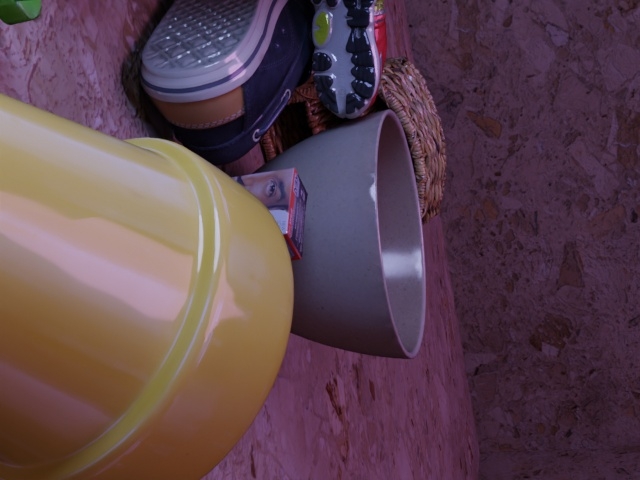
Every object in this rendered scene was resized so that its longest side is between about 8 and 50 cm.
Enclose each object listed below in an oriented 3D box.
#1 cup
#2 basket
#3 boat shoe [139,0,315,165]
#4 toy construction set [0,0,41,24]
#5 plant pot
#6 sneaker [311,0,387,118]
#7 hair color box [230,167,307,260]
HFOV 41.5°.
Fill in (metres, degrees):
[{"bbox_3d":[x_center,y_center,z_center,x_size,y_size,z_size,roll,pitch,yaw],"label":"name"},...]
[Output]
[{"bbox_3d":[0.000,0.000,1.153,0.331,0.237,0.330,-5,90,-74],"label":"cup"},{"bbox_3d":[0.065,-0.124,1.368,0.223,0.214,0.299,-37,124,-43],"label":"basket"},{"bbox_3d":[-0.086,-0.278,1.101,0.500,0.187,0.156,-71,156,-46],"label":"boat shoe"},{"bbox_3d":[-0.174,-0.314,0.680,0.257,0.237,0.308,67,23,-45],"label":"toy construction set"},{"bbox_3d":[-0.184,0.024,0.534,0.239,0.254,0.253,36,47,-48],"label":"plant pot"},{"bbox_3d":[0.040,-0.295,1.069,0.118,0.107,0.278,-26,122,-74],"label":"sneaker"},{"bbox_3d":[-0.103,-0.020,0.933,0.053,0.167,0.093,63,25,-50],"label":"hair color box"}]
